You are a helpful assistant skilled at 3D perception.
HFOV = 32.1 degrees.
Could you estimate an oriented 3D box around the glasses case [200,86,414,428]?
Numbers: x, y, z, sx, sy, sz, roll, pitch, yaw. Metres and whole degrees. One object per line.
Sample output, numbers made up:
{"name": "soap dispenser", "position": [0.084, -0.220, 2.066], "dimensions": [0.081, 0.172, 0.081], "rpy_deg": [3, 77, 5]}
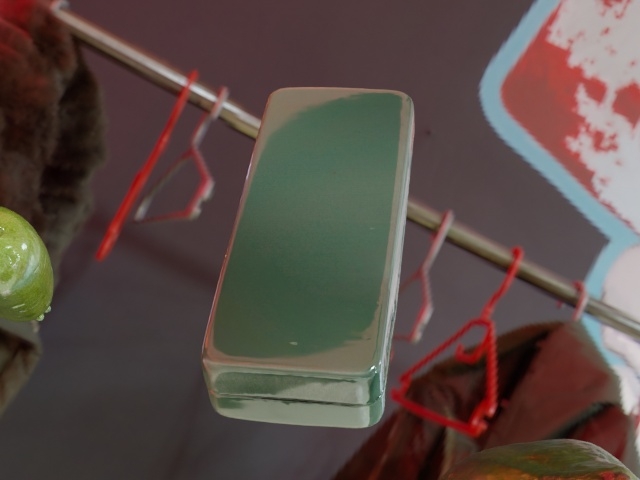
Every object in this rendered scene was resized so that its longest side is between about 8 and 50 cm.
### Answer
{"name": "glasses case", "position": [0.000, 0.000, 0.521], "dimensions": [0.077, 0.184, 0.039], "rpy_deg": [3, -44, 8]}

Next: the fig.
{"name": "fig", "position": [0.103, 0.137, 0.506], "dimensions": [0.123, 0.123, 0.156], "rpy_deg": [24, -37, 18]}

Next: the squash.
{"name": "squash", "position": [-0.229, 0.025, 0.815], "dimensions": [0.066, 0.066, 0.201], "rpy_deg": [26, -17, 4]}
